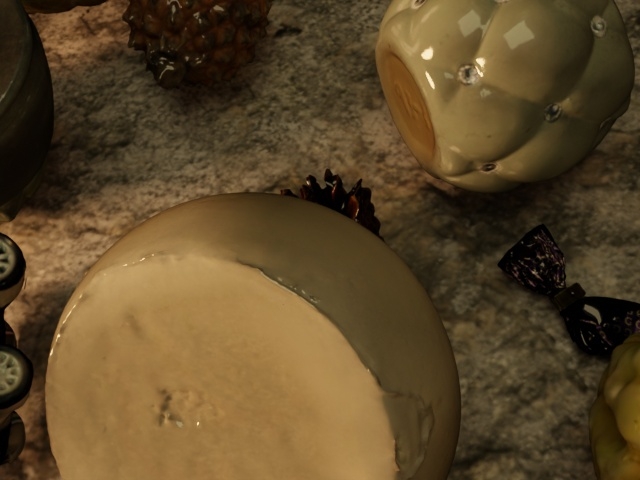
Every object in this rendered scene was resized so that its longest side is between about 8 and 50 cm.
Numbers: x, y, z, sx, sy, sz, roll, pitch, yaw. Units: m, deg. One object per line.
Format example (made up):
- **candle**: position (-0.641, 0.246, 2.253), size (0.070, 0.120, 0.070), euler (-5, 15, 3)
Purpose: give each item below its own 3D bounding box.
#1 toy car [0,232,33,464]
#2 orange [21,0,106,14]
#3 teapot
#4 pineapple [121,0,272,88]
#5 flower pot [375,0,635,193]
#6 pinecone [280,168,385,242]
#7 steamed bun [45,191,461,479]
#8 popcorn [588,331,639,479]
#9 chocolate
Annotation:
- **toy car**: position (-0.338, 0.105, 0.749), size (0.158, 0.172, 0.235), euler (-3, 58, -24)
- **orange**: position (-0.310, -0.395, 0.970), size (0.329, 0.249, 0.329), euler (-4, 51, 5)
- **teapot**: position (-0.411, -0.143, 0.872), size (0.322, 0.239, 0.239), euler (30, 69, 13)
- **pineapple**: position (-0.139, -0.241, 0.939), size (0.166, 0.166, 0.193), euler (12, 62, 11)
- **flower pot**: position (0.169, -0.165, 0.835), size (0.195, 0.246, 0.246), euler (-23, 64, -8)
- **pinecone**: position (0.000, 0.001, 0.824), size (0.121, 0.140, 0.140), euler (-12, 63, 10)
- **steamed bun**: position (-0.048, 0.116, 0.693), size (0.324, 0.206, 0.324), euler (5, 105, 18)
- **popcorn**: position (0.370, 0.164, 0.626), size (0.334, 0.292, 0.293), euler (1, 68, 11)
- **chocolate**: position (0.240, 0.052, 0.817), size (0.147, 0.070, 0.072), euler (42, 102, 22)
